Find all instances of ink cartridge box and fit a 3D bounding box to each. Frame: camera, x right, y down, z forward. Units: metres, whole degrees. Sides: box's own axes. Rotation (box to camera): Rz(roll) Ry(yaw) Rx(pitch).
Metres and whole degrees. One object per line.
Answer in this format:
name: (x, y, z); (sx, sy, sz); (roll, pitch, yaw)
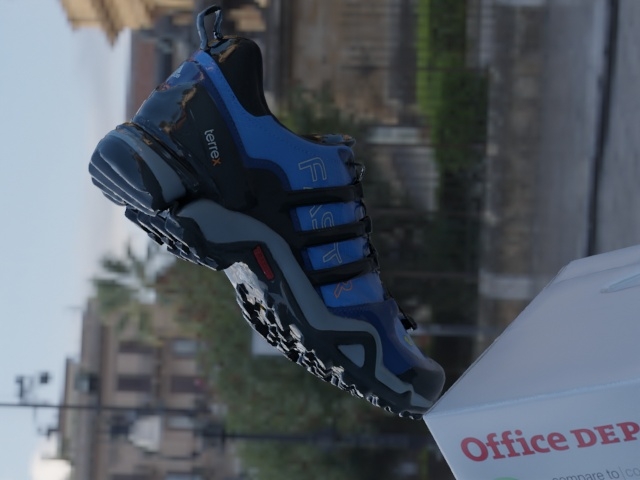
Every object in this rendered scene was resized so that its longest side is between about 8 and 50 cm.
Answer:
ink cartridge box: (0.237, 0.150, 0.917); (0.197, 0.198, 0.270); (-39, -75, -43)

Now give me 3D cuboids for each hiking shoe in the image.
hiking shoe: (0.000, 0.000, 0.981); (0.132, 0.113, 0.304); (-52, -56, -11)
